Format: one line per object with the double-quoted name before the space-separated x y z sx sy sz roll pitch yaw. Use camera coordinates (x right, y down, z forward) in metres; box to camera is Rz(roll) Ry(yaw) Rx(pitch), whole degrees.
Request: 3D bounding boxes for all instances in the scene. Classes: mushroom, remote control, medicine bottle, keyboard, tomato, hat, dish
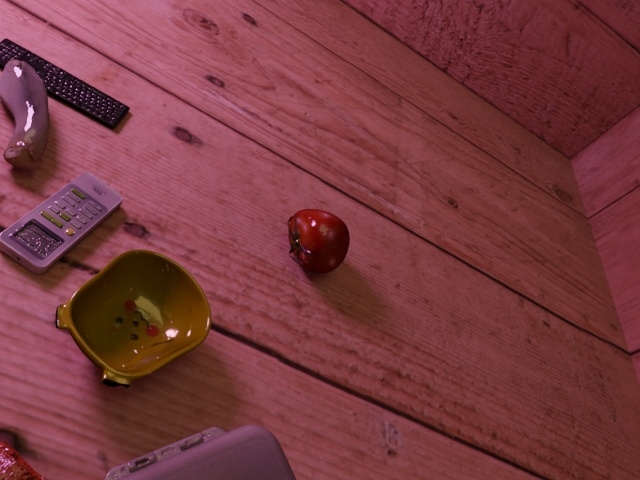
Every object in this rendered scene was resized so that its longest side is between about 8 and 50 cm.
"mushroom" -0.617 -0.266 1.097 0.096 0.099 0.278 -5 63 -34
"remote control" -0.505 -0.041 1.040 0.103 0.034 0.250 38 42 -6
"medicine bottle" -0.195 0.455 0.803 0.375 0.123 0.282 -9 61 -42
"keyboard" -0.612 -0.367 1.237 0.310 0.018 0.101 29 43 -15
"tomato" 0.000 0.000 1.307 0.167 0.167 0.167 21 46 -23
"hat" -0.462 0.371 0.713 0.112 0.093 0.162 35 59 6
"dish" -0.338 0.151 0.955 0.221 0.108 0.262 46 40 3
